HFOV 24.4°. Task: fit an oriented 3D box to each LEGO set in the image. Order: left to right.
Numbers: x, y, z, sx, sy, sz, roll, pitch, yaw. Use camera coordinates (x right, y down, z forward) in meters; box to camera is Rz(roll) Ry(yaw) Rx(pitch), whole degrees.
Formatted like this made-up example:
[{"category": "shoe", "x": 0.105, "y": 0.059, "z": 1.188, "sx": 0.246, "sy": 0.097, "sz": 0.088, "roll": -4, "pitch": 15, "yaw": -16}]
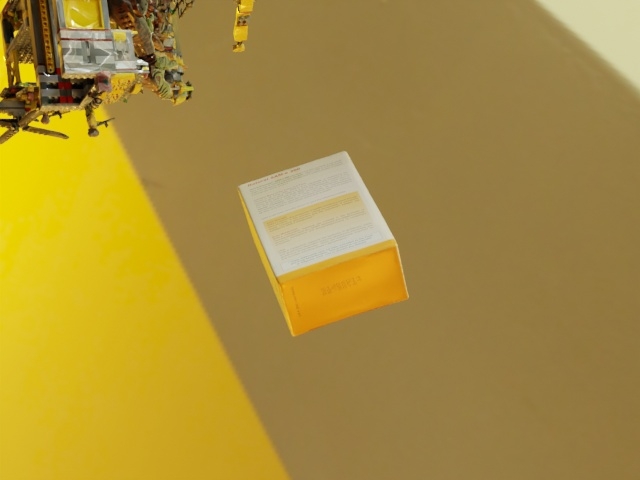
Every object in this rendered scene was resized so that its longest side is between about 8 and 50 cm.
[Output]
[{"category": "LEGO set", "x": -0.194, "y": -0.180, "z": 1.457, "sx": 0.331, "sy": 0.255, "sz": 0.192, "roll": -28, "pitch": -113, "yaw": 53}]

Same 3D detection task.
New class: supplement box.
[{"category": "supplement box", "x": 0.000, "y": 0.000, "z": 0.752, "sx": 0.098, "sy": 0.062, "sz": 0.036, "roll": -114, "pitch": -172, "yaw": -55}]
